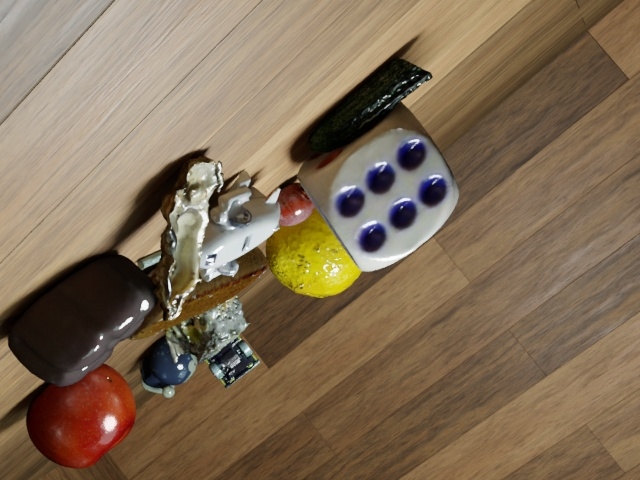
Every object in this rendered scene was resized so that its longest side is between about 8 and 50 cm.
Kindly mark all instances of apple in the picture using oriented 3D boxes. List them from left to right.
[{"bbox_3d":[-0.572,0.420,2.134,0.260,0.216,0.260,-41,174,-5],"label":"apple"}]

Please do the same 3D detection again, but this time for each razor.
[{"bbox_3d":[-0.283,0.019,1.721,0.211,0.036,0.084,-20,138,-53],"label":"razor"}]

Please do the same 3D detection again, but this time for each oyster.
[{"bbox_3d":[-0.227,0.005,1.396,0.128,0.079,0.345,-58,170,-48],"label":"oyster"}]

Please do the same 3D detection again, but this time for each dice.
[{"bbox_3d":[0.113,-0.111,1.762,0.259,0.243,0.251,-36,-163,1],"label":"dice"}]

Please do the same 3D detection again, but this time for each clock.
[{"bbox_3d":[-0.480,0.395,2.778,0.147,0.199,0.243,10,151,-27],"label":"clock"}]

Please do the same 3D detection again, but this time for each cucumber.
[{"bbox_3d":[0.085,-0.249,1.651,0.265,0.077,0.077,-40,174,9],"label":"cucumber"}]

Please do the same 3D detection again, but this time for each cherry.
[{"bbox_3d":[-0.030,-0.098,1.949,0.226,0.090,0.107,-27,171,30],"label":"cherry"}]

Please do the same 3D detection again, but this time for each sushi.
[{"bbox_3d":[-0.303,0.209,2.270,0.139,0.184,0.274,-32,173,-41],"label":"sushi"}]

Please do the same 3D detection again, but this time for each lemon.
[{"bbox_3d":[0.000,0.000,2.191,0.310,0.258,0.258,-54,-176,-34],"label":"lemon"}]

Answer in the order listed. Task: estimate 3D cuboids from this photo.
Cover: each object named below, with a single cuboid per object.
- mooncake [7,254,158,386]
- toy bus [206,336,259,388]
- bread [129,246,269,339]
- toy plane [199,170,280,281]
[{"bbox_3d":[-0.389,0.131,1.463,0.245,0.133,0.245,-46,178,-2],"label":"mooncake"},{"bbox_3d":[-0.299,0.272,2.471,0.128,0.262,0.150,-38,-179,-8],"label":"toy bus"},{"bbox_3d":[-0.278,0.097,1.933,0.165,0.113,0.417,-42,172,25],"label":"bread"},{"bbox_3d":[-0.168,-0.028,1.661,0.245,0.117,0.244,-41,159,-20],"label":"toy plane"}]
